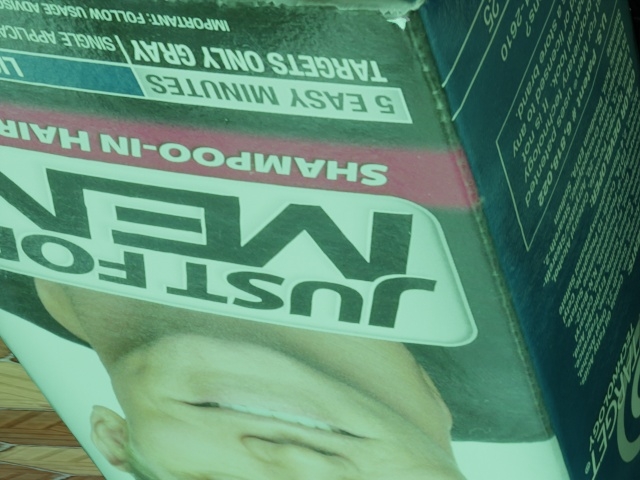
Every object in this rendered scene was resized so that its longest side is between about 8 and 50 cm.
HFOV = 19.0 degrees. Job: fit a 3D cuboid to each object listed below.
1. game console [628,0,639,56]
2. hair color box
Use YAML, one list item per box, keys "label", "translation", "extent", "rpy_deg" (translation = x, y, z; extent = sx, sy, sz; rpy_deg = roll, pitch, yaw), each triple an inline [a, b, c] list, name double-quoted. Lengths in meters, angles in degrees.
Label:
- label: "game console"
  translation: [0.097, -0.068, 0.635]
  extent: [0.213, 0.044, 0.361]
  rpy_deg: [1, 167, 22]
- label: "hair color box"
  translation: [0.000, 0.000, 0.541]
  extent: [0.174, 0.105, 0.347]
  rpy_deg: [9, 150, 23]
